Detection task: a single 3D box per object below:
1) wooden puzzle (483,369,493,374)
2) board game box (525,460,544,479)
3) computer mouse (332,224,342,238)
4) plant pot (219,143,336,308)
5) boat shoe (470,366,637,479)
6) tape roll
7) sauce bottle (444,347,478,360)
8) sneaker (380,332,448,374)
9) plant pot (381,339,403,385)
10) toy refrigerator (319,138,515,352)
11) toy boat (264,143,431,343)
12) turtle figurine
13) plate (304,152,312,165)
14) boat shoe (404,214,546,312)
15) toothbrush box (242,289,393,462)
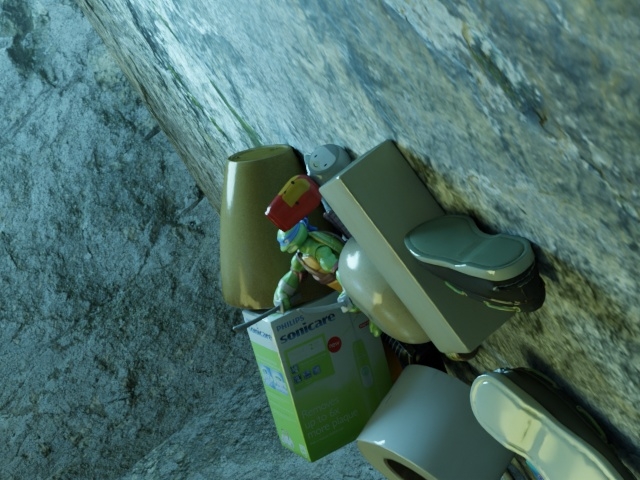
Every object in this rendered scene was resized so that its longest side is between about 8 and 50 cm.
[{"bbox_3d":[0.293,0.241,1.612,0.078,0.014,0.116,53,172,-5],"label":"wooden puzzle"},{"bbox_3d":[0.420,0.426,1.579,0.160,0.047,0.210,56,172,-24],"label":"board game box"},{"bbox_3d":[0.000,0.000,2.070,0.184,0.060,0.262,53,161,25],"label":"computer mouse"},{"bbox_3d":[-0.087,-0.036,1.847,0.237,0.237,0.254,-146,42,-66],"label":"plant pot"},{"bbox_3d":[0.323,0.269,1.297,0.305,0.091,0.109,44,132,34],"label":"boat shoe"},{"bbox_3d":[0.209,0.356,1.799,0.246,0.169,0.246,33,160,13],"label":"tape roll"},{"bbox_3d":[0.219,0.173,1.631,0.042,0.042,0.128,52,170,4],"label":"sauce bottle"},{"bbox_3d":[0.158,0.175,1.897,0.232,0.081,0.090,53,158,-5],"label":"sneaker"},{"bbox_3d":[0.082,0.204,2.071,0.205,0.205,0.188,54,-172,-14],"label":"plant pot"},{"bbox_3d":[0.124,0.008,1.293,0.269,0.094,0.102,52,165,-4],"label":"toy refrigerator"},{"bbox_3d":[0.074,0.010,1.475,0.318,0.148,0.267,44,177,3],"label":"toy boat"},{"bbox_3d":[0.016,0.107,1.686,0.266,0.198,0.274,30,-139,-25],"label":"turtle figurine"},{"bbox_3d":[0.039,-0.071,1.651,0.188,0.024,0.188,50,172,10],"label":"plate"},{"bbox_3d":[0.168,0.026,1.144,0.068,0.081,0.228,60,167,-21],"label":"boat shoe"},{"bbox_3d":[0.004,0.227,1.875,0.122,0.206,0.283,11,120,60],"label":"toothbrush box"}]
